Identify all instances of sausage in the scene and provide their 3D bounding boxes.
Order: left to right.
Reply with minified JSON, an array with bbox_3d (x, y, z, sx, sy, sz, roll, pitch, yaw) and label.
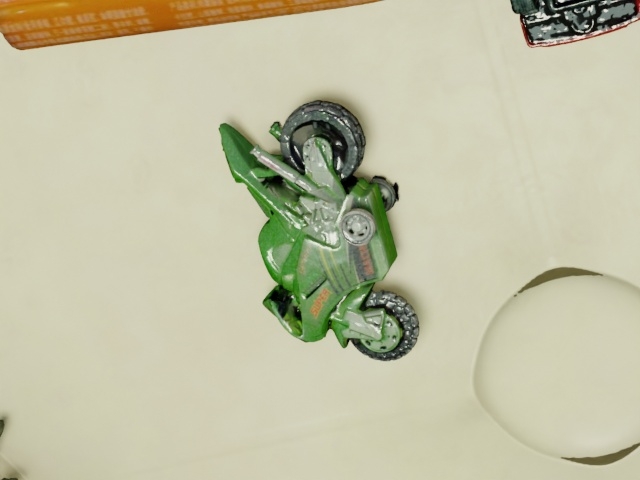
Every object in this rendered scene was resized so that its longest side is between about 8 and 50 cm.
[{"bbox_3d":[-0.054,-0.183,1.035,0.312,0.093,0.093,-6,108,8],"label":"sausage"}]

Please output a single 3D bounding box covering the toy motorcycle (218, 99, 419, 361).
[{"bbox_3d":[0.000,0.000,1.107,0.106,0.074,0.190,-11,107,20],"label":"toy motorcycle"}]

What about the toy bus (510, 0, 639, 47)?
[{"bbox_3d":[0.140,-0.222,0.996,0.081,0.089,0.195,-14,107,11],"label":"toy bus"}]

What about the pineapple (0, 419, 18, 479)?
[{"bbox_3d":[-0.225,0.282,1.192,0.169,0.169,0.340,-19,99,13],"label":"pineapple"}]
